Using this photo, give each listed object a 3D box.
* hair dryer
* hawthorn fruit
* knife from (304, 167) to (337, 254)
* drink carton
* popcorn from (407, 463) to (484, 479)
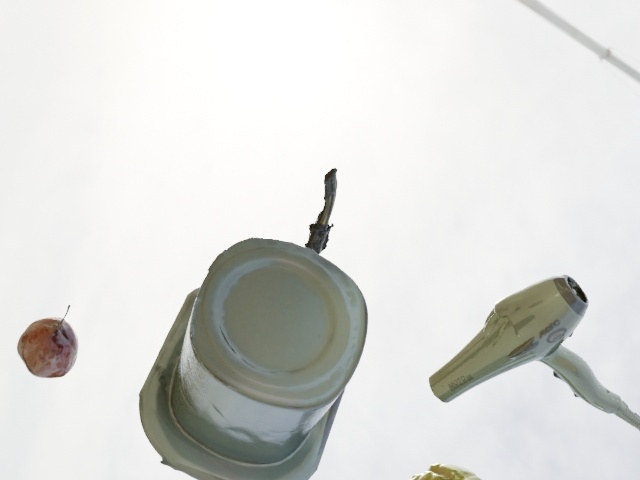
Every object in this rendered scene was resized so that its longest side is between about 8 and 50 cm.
[{"bbox_3d":[0.268,0.187,1.101,0.229,0.267,0.092,-23,-160,21],"label":"hair dryer"},{"bbox_3d":[-0.289,0.108,0.934,0.103,0.066,0.067,-48,-143,41],"label":"hawthorn fruit"},{"bbox_3d":[-0.006,0.001,1.136,0.021,0.045,0.222,-124,-147,-50],"label":"knife"},{"bbox_3d":[-0.048,0.110,0.757,0.191,0.185,0.189,-66,-174,-31],"label":"drink carton"},{"bbox_3d":[0.148,0.365,1.066,0.173,0.142,0.173,-24,-131,30],"label":"popcorn"}]
